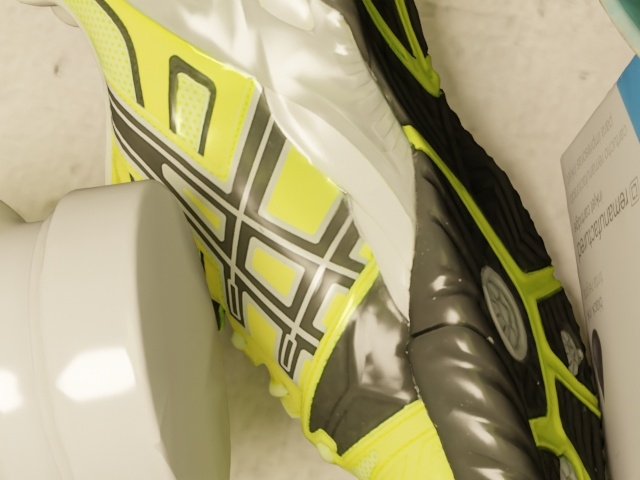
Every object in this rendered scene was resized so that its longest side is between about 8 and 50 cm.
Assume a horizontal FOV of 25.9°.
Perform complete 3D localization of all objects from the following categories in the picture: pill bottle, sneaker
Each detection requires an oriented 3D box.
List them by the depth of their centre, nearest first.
[{"bbox_3d":[-0.173,0.062,0.499,0.264,0.153,0.153,-11,76,8],"label":"pill bottle"},{"bbox_3d":[0.000,0.000,0.588,0.147,0.145,0.385,-27,80,20],"label":"sneaker"}]

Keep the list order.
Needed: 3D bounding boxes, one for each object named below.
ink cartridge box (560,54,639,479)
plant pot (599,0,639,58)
[{"bbox_3d":[0.193,0.075,0.517,0.129,0.223,0.307,-4,75,-6],"label":"ink cartridge box"},{"bbox_3d":[0.235,-0.118,0.338,0.195,0.290,0.290,23,71,-34],"label":"plant pot"}]
